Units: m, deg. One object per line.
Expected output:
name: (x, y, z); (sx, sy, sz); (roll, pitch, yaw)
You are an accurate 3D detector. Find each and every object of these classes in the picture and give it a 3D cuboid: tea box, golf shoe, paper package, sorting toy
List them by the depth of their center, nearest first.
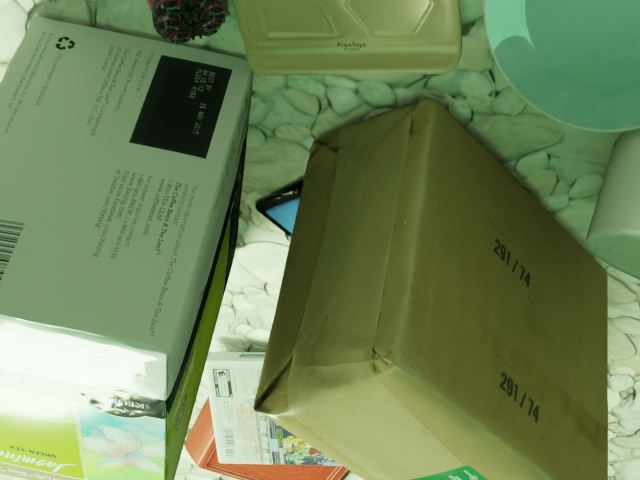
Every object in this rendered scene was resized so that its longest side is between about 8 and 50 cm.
sorting toy: (0.014, -0.227, 0.799); (0.193, 0.038, 0.208); (2, 137, 13)
golf shoe: (-0.121, -0.232, 0.805); (0.067, 0.086, 0.186); (-15, 160, 0)
tea box: (-0.208, 0.029, 0.942); (0.220, 0.329, 0.323); (11, 142, 0)
paper package: (0.122, 0.086, 0.943); (0.168, 0.309, 0.325); (-21, 133, 38)

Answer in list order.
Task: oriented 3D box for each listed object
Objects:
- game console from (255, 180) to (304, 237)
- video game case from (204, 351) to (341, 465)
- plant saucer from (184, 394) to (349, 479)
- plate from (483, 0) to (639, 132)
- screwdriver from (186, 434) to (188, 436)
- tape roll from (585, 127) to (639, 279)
game console: (0.000, 0.000, 1.065); (0.071, 0.107, 0.122); (-42, 123, 14)
video game case: (-0.059, 0.234, 1.360); (0.183, 0.023, 0.201); (0, 125, 5)
plant saucer: (-0.061, 0.310, 1.486); (0.258, 0.047, 0.259); (19, 139, -9)
plate: (0.217, -0.175, 0.770); (0.188, 0.024, 0.188); (19, 129, 26)
screwdriver: (-0.241, 0.308, 1.572); (0.170, 0.025, 0.024); (0, 106, 1)
tape roll: (0.375, -0.005, 0.824); (0.286, 0.100, 0.286); (19, 173, 2)
